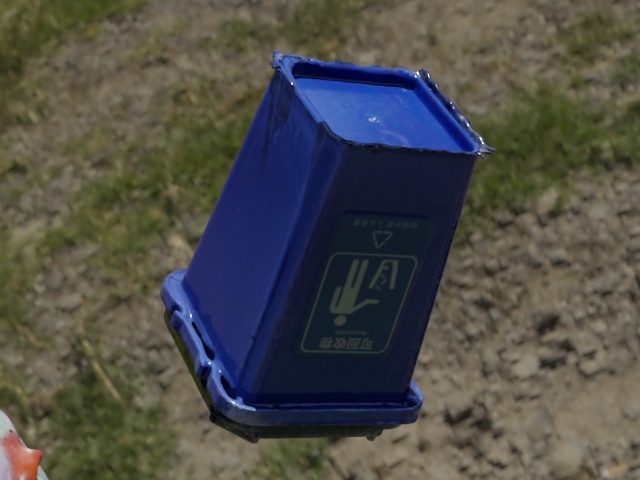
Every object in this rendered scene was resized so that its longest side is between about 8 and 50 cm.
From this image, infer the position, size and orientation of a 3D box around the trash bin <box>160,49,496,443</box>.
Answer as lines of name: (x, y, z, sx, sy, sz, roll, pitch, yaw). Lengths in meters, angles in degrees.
trash bin: (0.000, 0.000, 1.083, 0.163, 0.234, 0.184, 2, 34, -29)

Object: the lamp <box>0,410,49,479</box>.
lamp: (-0.317, 0.183, 1.053, 0.247, 0.301, 0.247, -42, 30, 10)
